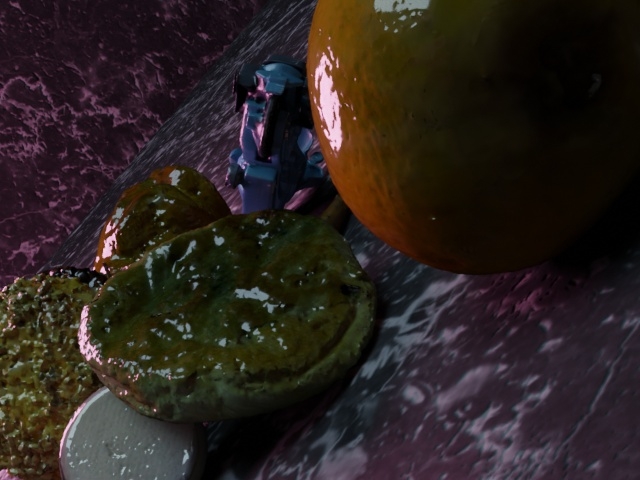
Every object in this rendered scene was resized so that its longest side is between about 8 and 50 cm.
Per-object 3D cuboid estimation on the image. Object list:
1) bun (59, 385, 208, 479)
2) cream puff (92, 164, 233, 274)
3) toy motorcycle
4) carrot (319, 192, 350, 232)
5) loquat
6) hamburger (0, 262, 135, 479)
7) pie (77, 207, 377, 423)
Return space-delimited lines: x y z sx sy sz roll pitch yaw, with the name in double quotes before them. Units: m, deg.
"bun" -0.165 0.199 1.199 0.138 0.138 0.094 -48 -21 -8
"cream puff" -0.179 0.041 1.475 0.244 0.196 0.244 -43 13 13
"toy motorcycle" -0.055 -0.118 1.594 0.272 0.123 0.182 99 -175 -50
"carrot" 0.000 0.000 1.413 0.049 0.049 0.254 -36 13 32
"loquat" 0.120 -0.114 0.964 0.275 0.275 0.275 -42 15 14
"hamburger" -0.253 0.142 1.306 0.261 0.243 0.138 -20 -7 20
"pie" -0.084 0.063 1.174 0.277 0.079 0.277 -13 31 8
